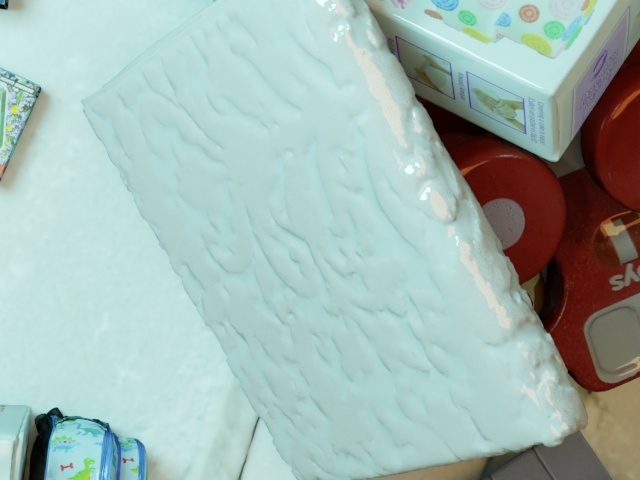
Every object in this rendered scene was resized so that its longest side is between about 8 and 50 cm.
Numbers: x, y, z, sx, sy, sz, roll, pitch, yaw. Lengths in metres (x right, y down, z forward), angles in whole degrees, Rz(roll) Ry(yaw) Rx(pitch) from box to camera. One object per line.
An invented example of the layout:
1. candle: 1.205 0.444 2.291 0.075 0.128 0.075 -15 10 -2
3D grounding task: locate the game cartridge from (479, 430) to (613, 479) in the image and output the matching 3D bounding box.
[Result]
1. game cartridge: 0.186 0.330 1.381 0.230 0.068 0.355 -33 77 0

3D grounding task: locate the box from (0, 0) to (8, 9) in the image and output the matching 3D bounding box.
1. box: -0.322 -0.254 1.366 0.233 0.044 0.159 7 92 -6

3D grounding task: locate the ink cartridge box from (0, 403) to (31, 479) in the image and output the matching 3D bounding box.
1. ink cartridge box: -0.308 0.157 1.324 0.219 0.160 0.093 4 93 -5

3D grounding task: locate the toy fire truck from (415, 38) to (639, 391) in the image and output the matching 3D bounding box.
1. toy fire truck: 0.170 0.002 1.377 0.302 0.169 0.254 -24 115 -6

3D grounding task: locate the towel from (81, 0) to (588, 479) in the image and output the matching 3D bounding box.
1. towel: 0.000 0.000 1.286 0.053 0.317 0.332 -33 95 -32

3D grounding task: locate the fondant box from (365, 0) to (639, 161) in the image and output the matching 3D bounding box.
1. fondant box: 0.070 -0.229 1.287 0.330 0.096 0.238 28 70 20

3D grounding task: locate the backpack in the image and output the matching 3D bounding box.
1. backpack: -0.161 0.174 1.362 0.084 0.114 0.105 6 91 -6

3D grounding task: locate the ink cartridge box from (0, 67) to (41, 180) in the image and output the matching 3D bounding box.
1. ink cartridge box: -0.246 -0.068 1.388 0.062 0.029 0.115 24 89 -6
